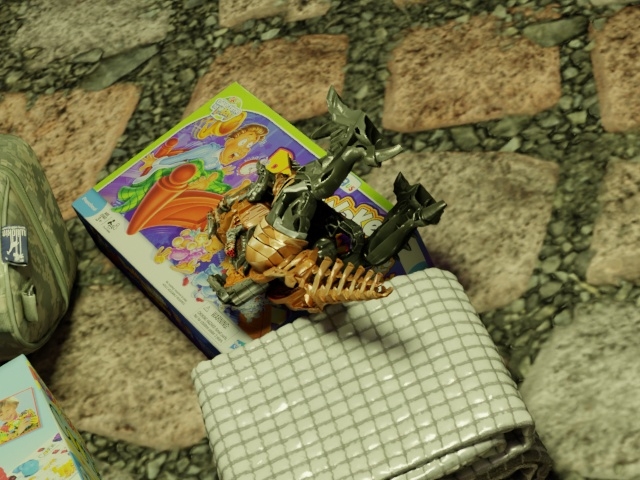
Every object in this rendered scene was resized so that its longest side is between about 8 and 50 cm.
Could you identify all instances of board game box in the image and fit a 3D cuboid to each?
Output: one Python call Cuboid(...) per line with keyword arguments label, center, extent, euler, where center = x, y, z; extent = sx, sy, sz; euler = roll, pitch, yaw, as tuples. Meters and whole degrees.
Cuboid(label="board game box", center=(-0.272, 0.267, 1.887), extent=(0.144, 0.142, 0.275), euler=(-31, 43, -3))
Cuboid(label="board game box", center=(-0.078, -0.005, 2.099), extent=(0.233, 0.078, 0.347), euler=(-38, 44, -12))

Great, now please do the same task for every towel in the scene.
Cuboid(label="towel", center=(0.043, 0.178, 1.839), extent=(0.283, 0.121, 0.235), euler=(-25, 44, 0))

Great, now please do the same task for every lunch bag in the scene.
Cuboid(label="lunch bag", center=(-0.418, 0.044, 2.078), extent=(0.305, 0.213, 0.256), euler=(-13, 27, 9))

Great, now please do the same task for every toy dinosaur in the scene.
Cuboid(label="toy dinosaur", center=(0.000, 0.000, 1.898), extent=(0.218, 0.164, 0.322), euler=(-42, 48, -5))
